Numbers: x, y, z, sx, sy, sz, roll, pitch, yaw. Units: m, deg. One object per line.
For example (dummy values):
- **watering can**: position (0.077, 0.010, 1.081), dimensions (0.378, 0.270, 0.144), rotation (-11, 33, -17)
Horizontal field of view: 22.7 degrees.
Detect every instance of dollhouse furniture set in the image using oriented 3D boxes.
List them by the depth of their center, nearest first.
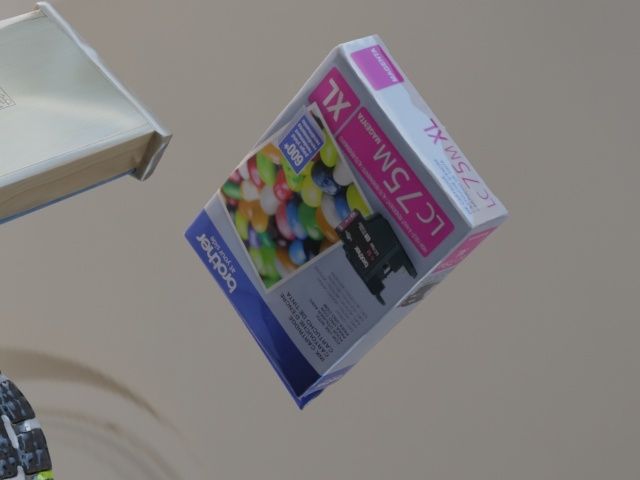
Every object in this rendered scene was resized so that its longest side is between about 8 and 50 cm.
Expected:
- **dollhouse furniture set**: position (-0.298, -0.022, 1.100), dimensions (0.286, 0.198, 0.303), rotation (46, -50, 16)

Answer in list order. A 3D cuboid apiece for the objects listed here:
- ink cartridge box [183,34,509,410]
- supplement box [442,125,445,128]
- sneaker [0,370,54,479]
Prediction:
- **ink cartridge box**: position (0.000, 0.000, 1.330), dimensions (0.186, 0.065, 0.311), rotation (55, -46, 14)
- **supplement box**: position (0.059, -0.100, 1.447), dimensions (0.062, 0.098, 0.036), rotation (41, -57, 23)
- **sneaker**: position (-0.254, 0.097, 0.865), dimensions (0.300, 0.111, 0.121), rotation (42, -64, 32)
